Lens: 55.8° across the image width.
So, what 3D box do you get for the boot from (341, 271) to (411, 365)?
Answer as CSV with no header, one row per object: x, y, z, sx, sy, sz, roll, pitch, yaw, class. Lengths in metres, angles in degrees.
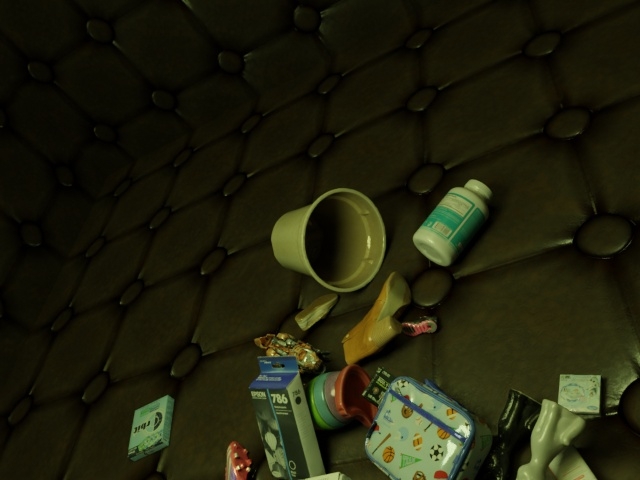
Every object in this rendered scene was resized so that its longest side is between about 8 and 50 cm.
0.160,0.232,1.823,0.211,0.104,0.295,-39,17,32,boot

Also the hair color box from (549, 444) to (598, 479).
0.532,0.495,1.252,0.072,0.043,0.141,-35,35,10,hair color box

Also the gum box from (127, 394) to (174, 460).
-0.590,0.653,2.110,0.157,0.041,0.184,-28,37,17,gum box

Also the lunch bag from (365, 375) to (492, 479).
0.245,0.463,1.435,0.303,0.115,0.243,23,87,54,lunch bag

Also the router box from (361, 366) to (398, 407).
0.183,0.407,1.597,0.092,0.122,0.038,-55,4,-17,router box

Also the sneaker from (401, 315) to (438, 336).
0.287,0.242,1.747,0.119,0.047,0.057,-11,24,34,sneaker

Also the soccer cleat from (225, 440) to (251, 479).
-0.245,0.691,1.730,0.095,0.083,0.248,-38,38,12,soccer cleat

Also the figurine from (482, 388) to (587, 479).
0.445,0.446,1.300,0.209,0.092,0.215,-59,9,-11,figurine

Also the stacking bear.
-0.001,0.463,1.683,0.289,0.175,0.164,-28,44,31,stacking bear

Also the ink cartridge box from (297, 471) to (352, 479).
-0.011,0.658,1.467,0.237,0.172,0.100,-21,41,25,ink cartridge box

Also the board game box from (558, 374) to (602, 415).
0.588,0.349,1.371,0.090,0.020,0.090,-8,47,37,board game box

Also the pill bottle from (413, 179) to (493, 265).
0.414,-0.060,1.848,0.264,0.146,0.146,-49,37,-11,pill bottle

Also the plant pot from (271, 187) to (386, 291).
0.000,0.000,2.056,0.305,0.334,0.334,-1,51,57,plant pot

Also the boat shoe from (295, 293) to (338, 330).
-0.007,0.237,1.998,0.170,0.059,0.063,-32,24,-23,boat shoe

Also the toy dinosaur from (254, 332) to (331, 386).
-0.088,0.340,1.828,0.164,0.218,0.322,-44,35,-2,toy dinosaur

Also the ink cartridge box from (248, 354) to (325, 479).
-0.100,0.479,1.629,0.165,0.332,0.065,-14,0,44,ink cartridge box
